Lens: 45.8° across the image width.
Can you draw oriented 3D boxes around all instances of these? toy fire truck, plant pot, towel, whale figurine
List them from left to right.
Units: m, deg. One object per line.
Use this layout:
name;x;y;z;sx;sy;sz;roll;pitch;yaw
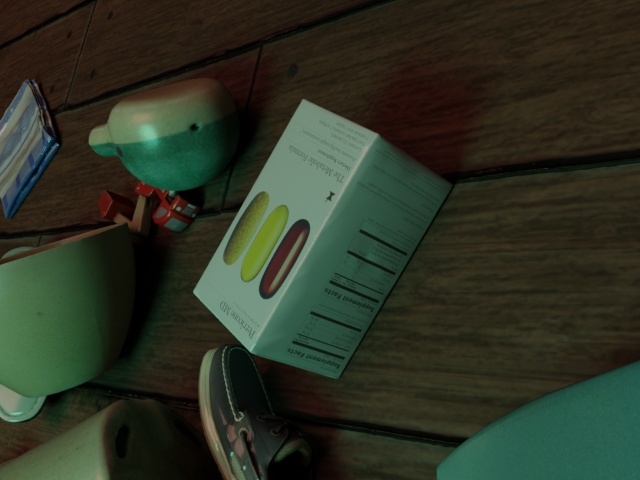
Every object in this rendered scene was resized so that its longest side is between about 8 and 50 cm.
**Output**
towel;-0.635;-0.201;1.596;0.209;0.034;0.285;-51;44;14
plant pot;-0.380;0.106;1.064;0.284;0.284;0.191;-11;100;41
plant pot;-0.253;0.338;0.792;0.305;0.334;0.334;-37;48;11
toy fire truck;-0.263;-0.053;1.151;0.135;0.047;0.192;-54;44;12
whale figurine;-0.220;-0.149;1.088;0.272;0.216;0.141;16;125;59
plant pot;0.201;0.187;0.507;0.234;0.165;0.166;-28;53;43

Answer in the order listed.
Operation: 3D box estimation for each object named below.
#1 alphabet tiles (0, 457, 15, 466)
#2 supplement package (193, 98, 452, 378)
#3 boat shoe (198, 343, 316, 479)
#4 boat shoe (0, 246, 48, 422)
alphabet tiles;-0.545;0.441;1.103;0.237;0.009;0.198;-21;42;-19
supplement package;0.000;0.000;0.805;0.139;0.134;0.244;34;96;47
boat shoe;-0.049;0.227;0.777;0.092;0.103;0.285;-33;54;22
boat shoe;-0.467;0.157;1.224;0.114;0.091;0.302;-4;58;-5
